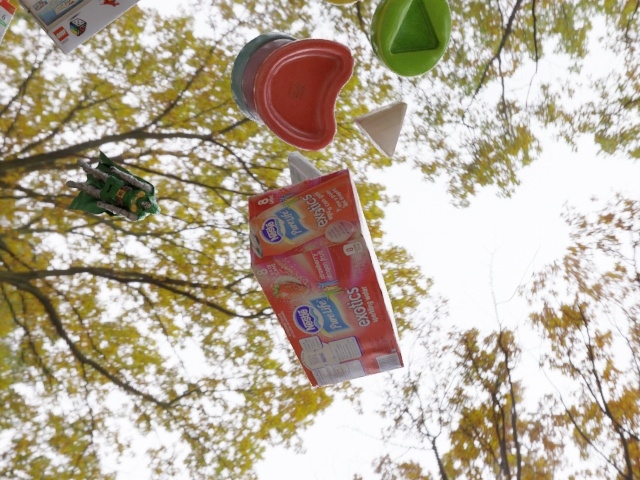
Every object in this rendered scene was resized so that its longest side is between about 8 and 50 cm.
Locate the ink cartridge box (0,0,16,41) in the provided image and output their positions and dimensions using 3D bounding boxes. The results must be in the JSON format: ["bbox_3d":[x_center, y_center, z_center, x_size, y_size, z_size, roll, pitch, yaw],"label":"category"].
[{"bbox_3d":[-0.545,-0.389,1.073,0.029,0.063,0.115,14,-102,24],"label":"ink cartridge box"}]

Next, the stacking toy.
[{"bbox_3d":[0.024,-0.282,0.930,0.130,0.279,0.309,37,-73,52],"label":"stacking toy"}]

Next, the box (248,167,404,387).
[{"bbox_3d":[0.013,0.066,0.933,0.154,0.300,0.142,-16,-136,7],"label":"box"}]

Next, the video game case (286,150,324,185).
[{"bbox_3d":[0.000,0.000,1.184,0.025,0.204,0.285,-17,-59,-16],"label":"video game case"}]

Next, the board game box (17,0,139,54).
[{"bbox_3d":[-0.338,-0.442,1.055,0.305,0.053,0.193,-39,-130,-8],"label":"board game box"}]

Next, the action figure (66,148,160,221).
[{"bbox_3d":[-0.392,-0.094,1.245,0.232,0.063,0.137,21,-93,29],"label":"action figure"}]
